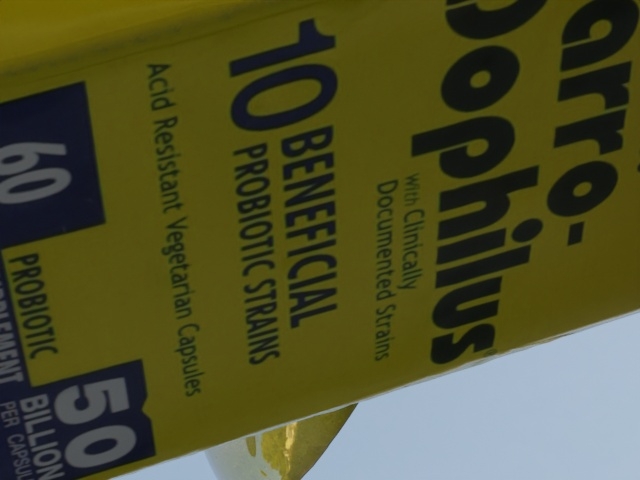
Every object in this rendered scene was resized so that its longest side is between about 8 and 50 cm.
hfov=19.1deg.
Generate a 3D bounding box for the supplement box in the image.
[{"bbox_3d":[0.024,-0.086,0.615,0.356,0.195,0.194,-17,-38,-12],"label":"supplement box"}]

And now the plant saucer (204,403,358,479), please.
[{"bbox_3d":[0.000,0.000,0.825,0.037,0.241,0.241,26,-72,-12],"label":"plant saucer"}]
